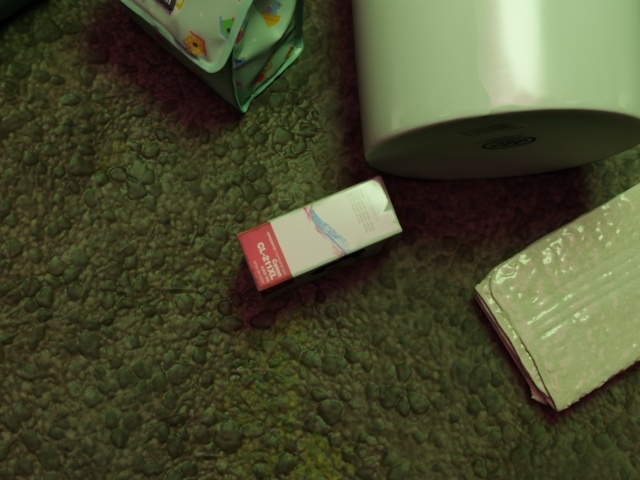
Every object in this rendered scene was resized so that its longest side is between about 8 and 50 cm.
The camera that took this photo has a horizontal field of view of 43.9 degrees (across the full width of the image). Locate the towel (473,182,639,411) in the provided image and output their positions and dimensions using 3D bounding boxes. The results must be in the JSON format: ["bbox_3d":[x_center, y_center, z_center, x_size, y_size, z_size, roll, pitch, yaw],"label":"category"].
[{"bbox_3d":[0.341,0.062,0.955,0.282,0.049,0.187,-29,82,-5],"label":"towel"}]

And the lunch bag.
[{"bbox_3d":[-0.139,-0.295,0.916,0.223,0.262,0.160,41,83,6],"label":"lunch bag"}]

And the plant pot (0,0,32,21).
[{"bbox_3d":[-0.448,-0.378,0.940,0.247,0.252,0.248,-36,82,-4],"label":"plant pot"}]

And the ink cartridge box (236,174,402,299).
[{"bbox_3d":[0.000,0.000,0.929,0.175,0.127,0.072,-22,82,-3],"label":"ink cartridge box"}]

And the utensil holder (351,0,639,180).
[{"bbox_3d":[0.189,-0.285,0.884,0.327,0.327,0.386,-3,83,0],"label":"utensil holder"}]
